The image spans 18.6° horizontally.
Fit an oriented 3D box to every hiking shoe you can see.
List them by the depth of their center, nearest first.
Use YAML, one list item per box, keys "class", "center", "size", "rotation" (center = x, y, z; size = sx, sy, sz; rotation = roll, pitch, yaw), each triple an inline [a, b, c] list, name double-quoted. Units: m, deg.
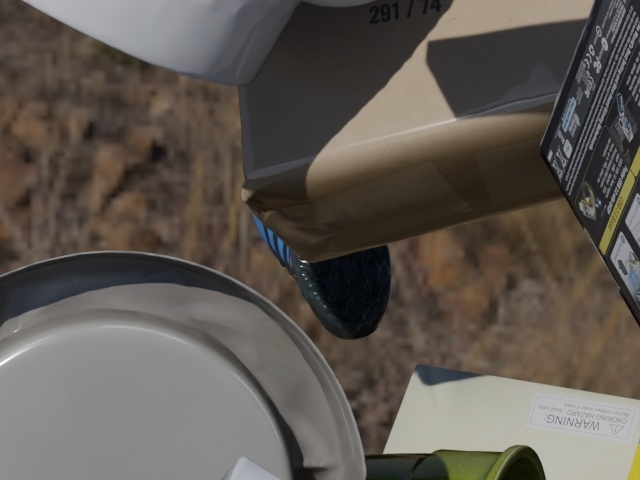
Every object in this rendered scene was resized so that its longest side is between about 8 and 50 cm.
- class: "hiking shoe"
  center: [0.000, 0.000, 2.215]
  size: [0.113, 0.132, 0.304]
  rotation: [-15, 55, -12]

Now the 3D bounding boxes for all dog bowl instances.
- class: "dog bowl"
  center: [-0.146, 0.169, 1.321]
  size: [0.349, 0.348, 0.102]
  rotation: [-1, 10, -8]

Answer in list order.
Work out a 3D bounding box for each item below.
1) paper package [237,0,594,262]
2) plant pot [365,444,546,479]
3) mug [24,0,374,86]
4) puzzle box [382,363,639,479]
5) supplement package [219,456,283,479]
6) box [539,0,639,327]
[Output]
- class: "paper package"
  center: [0.093, -0.175, 1.644]
  size: [0.325, 0.168, 0.309]
  rotation: [-14, 62, 13]
- class: "plant pot"
  center: [-0.023, 0.329, 1.598]
  size: [0.353, 0.366, 0.366]
  rotation: [5, 22, 18]
- class: "mug"
  center: [-0.053, -0.305, 1.444]
  size: [0.374, 0.328, 0.276]
  rotation: [21, 17, -29]
- class: "puzzle box"
  center: [0.240, 0.269, 1.824]
  size: [0.409, 0.052, 0.272]
  rotation: [9, 56, 23]
- class: "supplement package"
  center: [0.003, 0.281, 1.066]
  size: [0.262, 0.204, 0.145]
  rotation: [31, 42, -7]
- class: "box"
  center: [0.275, -0.045, 1.198]
  size: [0.097, 0.395, 0.318]
  rotation: [-18, 64, -16]
